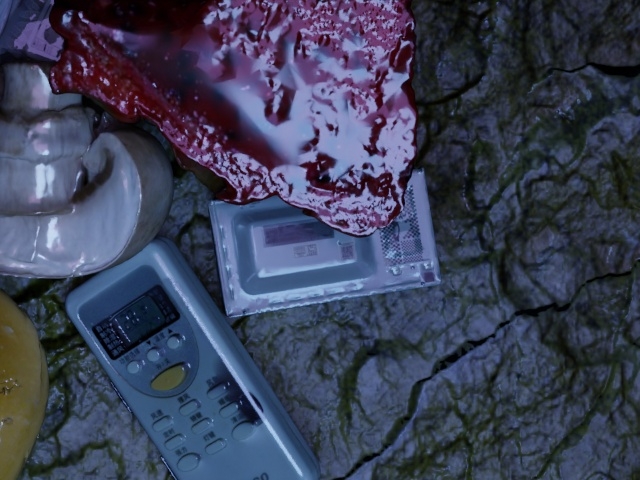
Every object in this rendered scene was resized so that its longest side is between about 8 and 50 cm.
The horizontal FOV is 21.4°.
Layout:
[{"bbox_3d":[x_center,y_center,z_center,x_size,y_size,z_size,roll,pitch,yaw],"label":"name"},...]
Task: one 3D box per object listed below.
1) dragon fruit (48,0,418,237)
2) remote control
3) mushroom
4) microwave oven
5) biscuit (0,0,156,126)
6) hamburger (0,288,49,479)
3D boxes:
[{"bbox_3d":[-0.082,-0.139,1.564,0.329,0.286,0.228,-4,106,-7],"label":"dragon fruit"},{"bbox_3d":[-0.125,0.148,1.647,0.140,0.056,0.296,-32,92,28],"label":"remote control"},{"bbox_3d":[-0.257,-0.072,1.592,0.254,0.189,0.195,5,96,5],"label":"mushroom"},{"bbox_3d":[0.000,0.000,1.648,0.208,0.162,0.122,-9,88,-5],"label":"microwave oven"},{"bbox_3d":[-0.180,-0.198,1.671,0.309,0.079,0.186,21,81,-6],"label":"biscuit"},{"bbox_3d":[-0.412,0.142,1.573,0.304,0.174,0.284,31,77,-8],"label":"hamburger"}]
